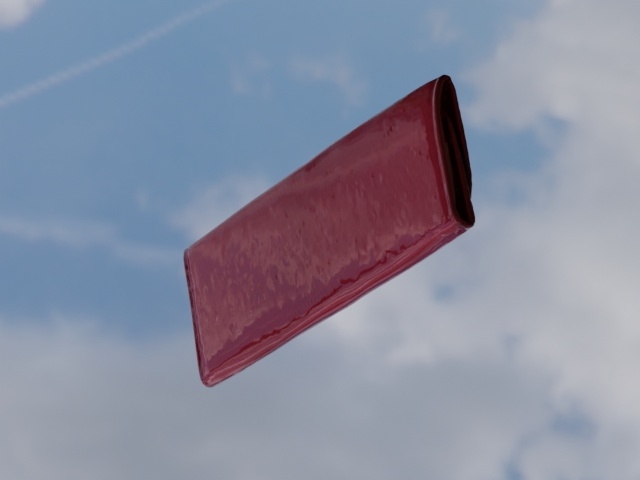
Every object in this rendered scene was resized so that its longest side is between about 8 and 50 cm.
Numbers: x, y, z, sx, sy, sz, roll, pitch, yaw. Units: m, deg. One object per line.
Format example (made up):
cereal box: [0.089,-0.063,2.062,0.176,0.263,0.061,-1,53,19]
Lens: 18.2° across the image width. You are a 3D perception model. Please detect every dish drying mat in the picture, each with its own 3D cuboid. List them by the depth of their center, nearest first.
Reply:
dish drying mat: [0.000,0.000,0.381,0.008,0.083,0.032,7,-117,-36]
